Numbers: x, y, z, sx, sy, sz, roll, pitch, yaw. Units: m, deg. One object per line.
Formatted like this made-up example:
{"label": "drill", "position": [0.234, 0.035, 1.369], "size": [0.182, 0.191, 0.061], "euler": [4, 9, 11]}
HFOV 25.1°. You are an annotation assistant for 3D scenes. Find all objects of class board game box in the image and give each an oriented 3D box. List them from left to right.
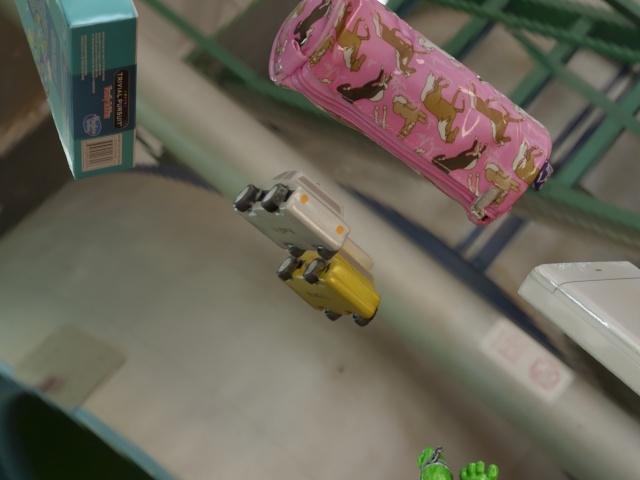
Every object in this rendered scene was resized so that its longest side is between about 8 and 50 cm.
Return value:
{"label": "board game box", "position": [-0.295, -0.283, 1.680], "size": [0.079, 0.336, 0.254], "euler": [-12, -33, -17]}

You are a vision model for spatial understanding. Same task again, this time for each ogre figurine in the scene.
{"label": "ogre figurine", "position": [0.159, 0.290, 1.377], "size": [0.096, 0.197, 0.118], "euler": [-25, 0, 19]}

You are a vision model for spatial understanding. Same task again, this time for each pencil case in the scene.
{"label": "pencil case", "position": [0.113, -0.174, 1.809], "size": [0.160, 0.386, 0.167], "euler": [-51, 24, 11]}

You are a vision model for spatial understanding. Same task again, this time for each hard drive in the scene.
{"label": "hard drive", "position": [0.392, 0.142, 1.468], "size": [0.233, 0.353, 0.047], "euler": [0, -54, -53]}

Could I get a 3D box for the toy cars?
{"label": "toy cars", "position": [0.000, 0.000, 1.726], "size": [0.087, 0.176, 0.394], "euler": [-54, -23, -13]}
